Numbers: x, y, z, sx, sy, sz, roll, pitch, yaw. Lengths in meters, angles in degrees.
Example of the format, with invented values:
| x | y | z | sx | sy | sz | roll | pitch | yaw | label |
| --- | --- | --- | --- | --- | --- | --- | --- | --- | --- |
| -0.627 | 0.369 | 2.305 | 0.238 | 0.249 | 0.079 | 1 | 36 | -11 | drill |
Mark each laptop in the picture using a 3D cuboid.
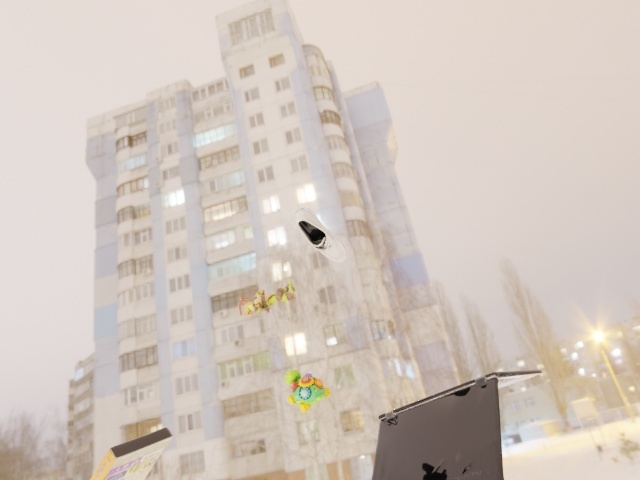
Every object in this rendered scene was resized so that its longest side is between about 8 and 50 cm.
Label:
| x | y | z | sx | sy | sz | roll | pitch | yaw | label |
| --- | --- | --- | --- | --- | --- | --- | --- | --- | --- |
| 0.349 | 0.502 | 1.262 | 0.407 | 0.237 | 0.382 | 11 | -36 | -43 | laptop |

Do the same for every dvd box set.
| x | y | z | sx | sy | sz | roll | pitch | yaw | label |
| --- | --- | --- | --- | --- | --- | --- | --- | --- | --- |
| -0.861 | 1.014 | 2.178 | 0.421 | 0.062 | 0.307 | -56 | -26 | 18 | dvd box set |

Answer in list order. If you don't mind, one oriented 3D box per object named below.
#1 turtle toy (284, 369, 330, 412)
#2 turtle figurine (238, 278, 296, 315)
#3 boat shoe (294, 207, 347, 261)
| x | y | z | sx | sy | sz | roll | pitch | yaw | label |
| --- | --- | --- | --- | --- | --- | --- | --- | --- | --- |
| -0.043 | 0.377 | 1.285 | 0.095 | 0.066 | 0.130 | -26 | 27 | -36 | turtle toy |
| -0.198 | 0.225 | 1.845 | 0.217 | 0.087 | 0.269 | -22 | 3 | 3 | turtle figurine |
| 0.000 | 0.000 | 1.737 | 0.095 | 0.084 | 0.258 | -37 | -65 | 24 | boat shoe |
